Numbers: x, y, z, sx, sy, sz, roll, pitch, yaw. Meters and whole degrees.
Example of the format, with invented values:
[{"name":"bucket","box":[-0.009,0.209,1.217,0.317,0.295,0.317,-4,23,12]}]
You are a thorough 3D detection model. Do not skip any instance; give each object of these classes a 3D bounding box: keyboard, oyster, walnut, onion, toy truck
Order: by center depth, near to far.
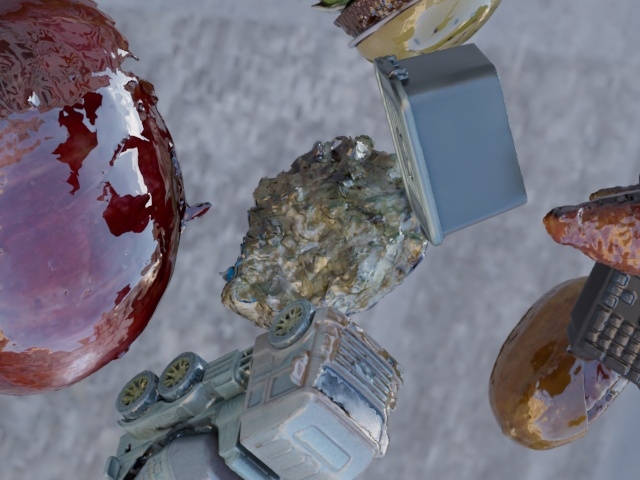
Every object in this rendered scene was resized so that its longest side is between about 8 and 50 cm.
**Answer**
[{"name":"onion","box":[-0.215,-0.036,1.223,0.276,0.276,0.276,-52,152,-43]},{"name":"toy truck","box":[-0.065,0.156,1.471,0.108,0.257,0.140,44,39,-27]},{"name":"keyboard","box":[0.273,0.003,1.514,0.016,0.106,0.262,-39,155,-53]},{"name":"walnut","box":[0.228,0.106,1.826,0.207,0.116,0.115,-53,153,-31]},{"name":"oyster","box":[-0.001,-0.005,2.164,0.260,0.198,0.092,-39,148,-5]}]

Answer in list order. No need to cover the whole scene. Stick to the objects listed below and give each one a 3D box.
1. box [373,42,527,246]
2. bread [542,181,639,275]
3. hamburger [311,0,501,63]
[{"name":"box","box":[0.084,-0.066,1.275,0.084,0.069,0.122,-112,-174,-66]},{"name":"bread","box":[0.275,0.007,1.212,0.139,0.269,0.095,-12,103,-59]},{"name":"hamburger","box":[0.072,-0.212,1.611,0.137,0.175,0.175,60,29,0]}]
